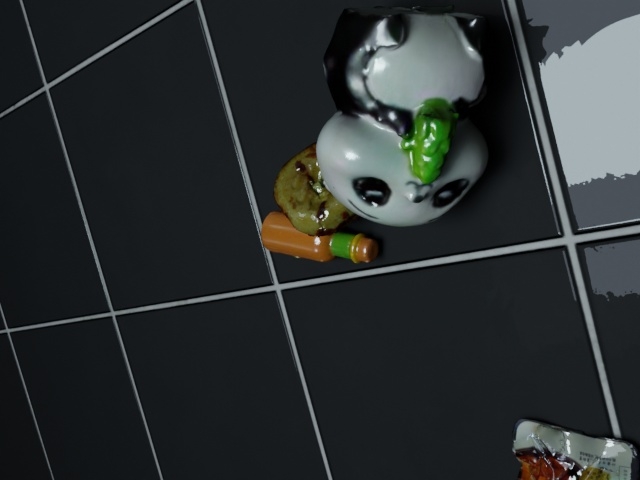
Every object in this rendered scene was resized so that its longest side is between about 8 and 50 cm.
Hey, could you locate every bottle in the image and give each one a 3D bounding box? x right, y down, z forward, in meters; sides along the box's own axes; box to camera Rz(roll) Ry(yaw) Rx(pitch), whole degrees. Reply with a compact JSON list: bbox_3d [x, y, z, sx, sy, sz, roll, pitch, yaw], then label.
[{"bbox_3d":[0.000,0.000,1.016,0.187,0.069,0.069,12,110,34],"label":"bottle"}]

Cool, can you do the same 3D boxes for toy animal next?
[{"bbox_3d":[0.099,-0.145,0.803,0.212,0.212,0.267,12,108,36],"label":"toy animal"}]

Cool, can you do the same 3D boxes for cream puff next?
[{"bbox_3d":[0.007,-0.068,0.966,0.149,0.084,0.149,-10,65,21],"label":"cream puff"}]

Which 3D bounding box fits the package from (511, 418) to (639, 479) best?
[{"bbox_3d":[0.325,0.346,0.878,0.166,0.040,0.232,10,110,35],"label":"package"}]
